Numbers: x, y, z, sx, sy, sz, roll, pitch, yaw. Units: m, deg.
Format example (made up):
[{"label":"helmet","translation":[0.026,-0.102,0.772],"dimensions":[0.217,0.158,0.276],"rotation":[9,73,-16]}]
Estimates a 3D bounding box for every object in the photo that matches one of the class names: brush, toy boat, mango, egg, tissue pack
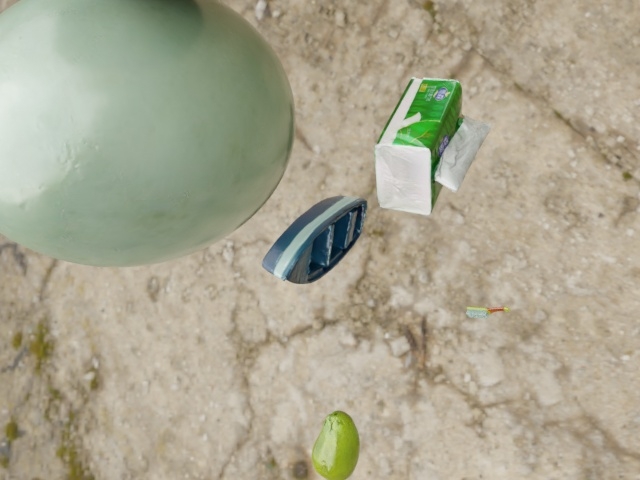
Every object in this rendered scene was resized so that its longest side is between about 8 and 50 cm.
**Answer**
[{"label":"brush","translation":[0.313,0.134,1.467],"dimensions":[0.083,0.019,0.021],"rotation":[-5,52,36]},{"label":"toy boat","translation":[-0.007,0.000,1.241],"dimensions":[0.062,0.299,0.096],"rotation":[19,116,18]},{"label":"mango","translation":[0.030,0.395,1.499],"dimensions":[0.074,0.091,0.165],"rotation":[-123,27,-51]},{"label":"egg","translation":[-0.178,-0.114,0.767],"dimensions":[0.276,0.389,0.276],"rotation":[8,107,26]},{"label":"tissue pack","translation":[0.199,-0.165,1.373],"dimensions":[0.156,0.148,0.209],"rotation":[10,46,22]}]
